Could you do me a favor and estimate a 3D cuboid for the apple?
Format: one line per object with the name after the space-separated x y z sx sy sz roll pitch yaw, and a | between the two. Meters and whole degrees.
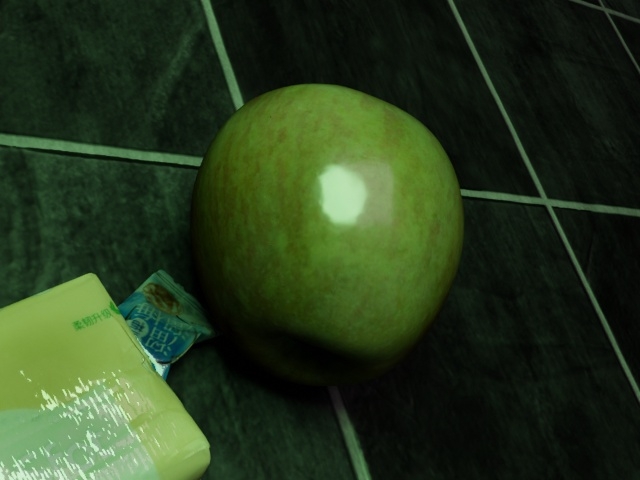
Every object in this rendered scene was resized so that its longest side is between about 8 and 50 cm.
0.000 0.000 0.866 0.257 0.257 0.234 28 59 -21 | apple

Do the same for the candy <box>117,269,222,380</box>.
-0.144 0.079 0.842 0.088 0.038 0.136 36 32 8 | candy

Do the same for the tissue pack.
-0.211 0.142 0.675 0.222 0.090 0.186 -22 71 -41 | tissue pack
